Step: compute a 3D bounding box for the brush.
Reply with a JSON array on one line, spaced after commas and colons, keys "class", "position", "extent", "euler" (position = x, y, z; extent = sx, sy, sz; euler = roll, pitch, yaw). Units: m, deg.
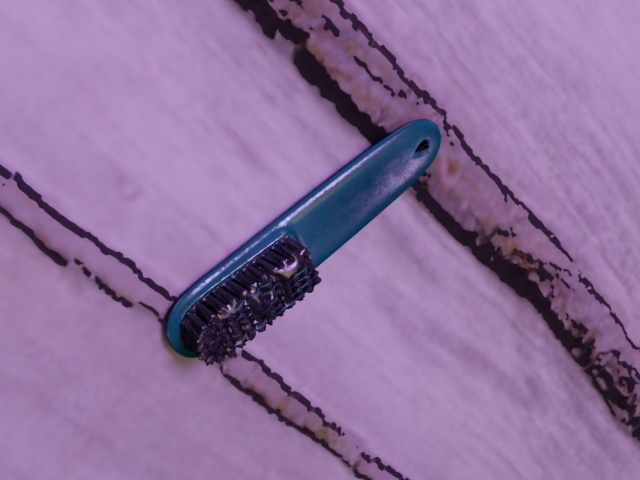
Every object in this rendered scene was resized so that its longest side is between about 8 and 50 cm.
[{"class": "brush", "position": [0.000, 0.000, 0.796], "extent": [0.193, 0.032, 0.043], "euler": [-38, 130, -17]}]
